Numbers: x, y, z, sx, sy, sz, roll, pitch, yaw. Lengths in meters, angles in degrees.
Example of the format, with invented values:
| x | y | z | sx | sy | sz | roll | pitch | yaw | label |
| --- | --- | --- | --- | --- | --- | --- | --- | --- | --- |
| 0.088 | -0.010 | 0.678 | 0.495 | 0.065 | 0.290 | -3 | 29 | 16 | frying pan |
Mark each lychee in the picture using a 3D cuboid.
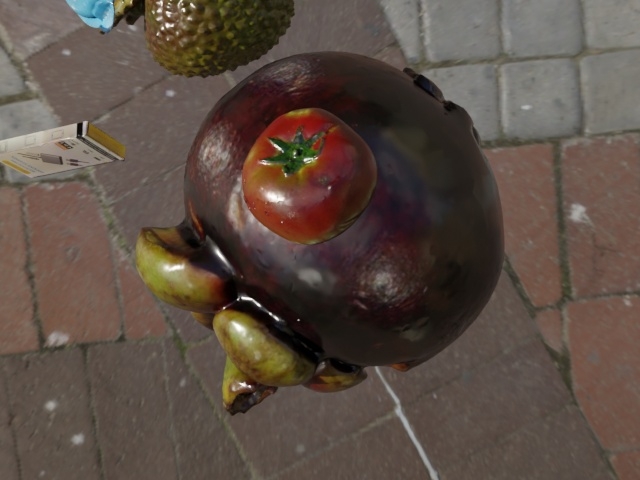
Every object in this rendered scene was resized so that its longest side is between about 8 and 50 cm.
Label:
| x | y | z | sx | sy | sz | roll | pitch | yaw | label |
| --- | --- | --- | --- | --- | --- | --- | --- | --- | --- |
| -0.208 | -0.415 | 1.765 | 0.320 | 0.270 | 0.270 | 9 | 98 | 16 | lychee |

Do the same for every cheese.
| x | y | z | sx | sy | sz | roll | pitch | yaw | label |
| --- | --- | --- | --- | --- | --- | --- | --- | --- | --- |
| -0.282 | -0.337 | 1.091 | 0.037 | 0.106 | 0.256 | -21 | 76 | -37 | cheese |

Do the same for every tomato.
| x | y | z | sx | sy | sz | roll | pitch | yaw | label |
| --- | --- | --- | --- | --- | --- | --- | --- | --- | --- |
| -0.006 | -0.037 | 0.640 | 0.087 | 0.075 | 0.087 | -6 | 66 | 14 | tomato |

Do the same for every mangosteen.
| x | y | z | sx | sy | sz | roll | pitch | yaw | label |
| --- | --- | --- | --- | --- | --- | --- | --- | --- | --- |
| 0.000 | 0.000 | 0.923 | 0.307 | 0.307 | 0.347 | 40 | 89 | -6 | mangosteen |

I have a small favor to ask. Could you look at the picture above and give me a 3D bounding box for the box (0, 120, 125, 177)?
| x | y | z | sx | sy | sz | roll | pitch | yaw | label |
| --- | --- | --- | --- | --- | --- | --- | --- | --- | --- |
| -0.505 | -0.166 | 1.898 | 0.247 | 0.129 | 0.033 | -9 | 70 | 22 | box |
